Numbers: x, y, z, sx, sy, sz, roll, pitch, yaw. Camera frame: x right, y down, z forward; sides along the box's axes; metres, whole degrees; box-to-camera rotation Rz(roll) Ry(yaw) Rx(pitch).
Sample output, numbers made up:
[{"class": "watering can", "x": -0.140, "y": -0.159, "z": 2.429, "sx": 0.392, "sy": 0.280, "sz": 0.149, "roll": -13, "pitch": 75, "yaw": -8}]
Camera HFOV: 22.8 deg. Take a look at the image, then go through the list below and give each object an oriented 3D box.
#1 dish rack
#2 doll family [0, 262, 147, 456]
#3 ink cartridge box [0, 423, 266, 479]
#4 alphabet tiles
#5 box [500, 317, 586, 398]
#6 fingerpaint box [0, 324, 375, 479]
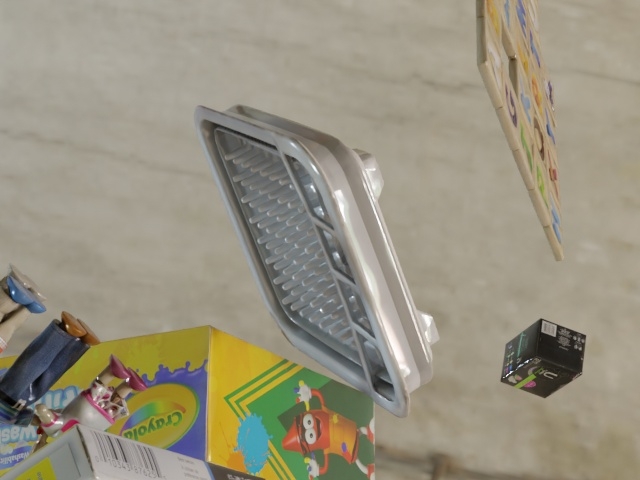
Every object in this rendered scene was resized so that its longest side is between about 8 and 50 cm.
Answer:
[{"class": "dish rack", "x": 0.000, "y": 0.000, "z": 1.521, "sx": 0.072, "sy": 0.285, "sz": 0.333, "roll": -28, "pitch": -158, "yaw": -17}, {"class": "doll family", "x": -0.296, "y": 0.124, "z": 1.478, "sx": 0.118, "sy": 0.163, "sz": 0.263, "roll": 45, "pitch": 179, "yaw": 44}, {"class": "ink cartridge box", "x": -0.239, "y": 0.296, "z": 1.493, "sx": 0.304, "sy": 0.307, "sz": 0.072, "roll": 28, "pitch": -145, "yaw": -56}, {"class": "alphabet tiles", "x": 0.131, "y": -0.136, "z": 1.051, "sx": 0.009, "sy": 0.198, "sz": 0.237, "roll": -10, "pitch": -129, "yaw": 18}, {"class": "box", "x": 0.250, "y": 0.133, "z": 1.780, "sx": 0.062, "sy": 0.083, "sz": 0.052, "roll": 21, "pitch": -122, "yaw": -14}, {"class": "fingerpaint box", "x": -0.214, "y": 0.243, "z": 1.916, "sx": 0.445, "sy": 0.163, "sz": 0.371, "roll": -11, "pitch": 158, "yaw": 29}]
